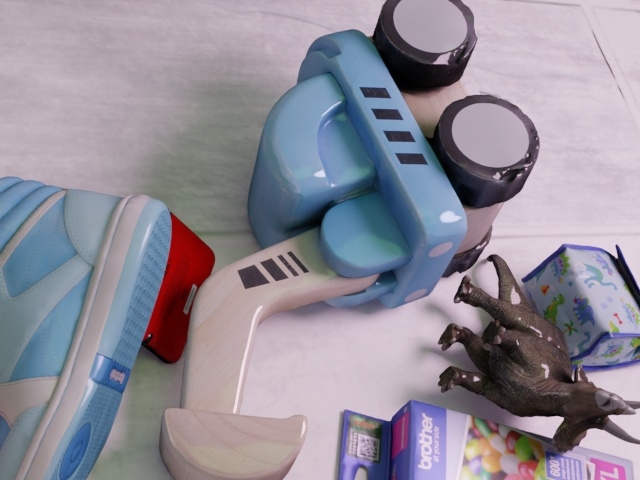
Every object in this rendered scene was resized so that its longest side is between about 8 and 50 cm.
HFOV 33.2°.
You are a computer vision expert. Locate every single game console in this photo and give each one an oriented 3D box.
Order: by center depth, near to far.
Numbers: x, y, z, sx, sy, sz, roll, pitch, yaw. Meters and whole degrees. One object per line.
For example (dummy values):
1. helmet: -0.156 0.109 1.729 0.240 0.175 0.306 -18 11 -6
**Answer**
1. game console: -0.189 0.042 1.072 0.124 0.085 0.144 45 44 -33

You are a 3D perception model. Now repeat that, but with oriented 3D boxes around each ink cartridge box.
1. ink cartridge box: 0.168 0.272 1.054 0.311 0.065 0.185 16 53 -12

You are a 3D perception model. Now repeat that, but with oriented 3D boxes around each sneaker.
1. sneaker: -0.273 0.089 0.935 0.208 0.127 0.318 16 69 6

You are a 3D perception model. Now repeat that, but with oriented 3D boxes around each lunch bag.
1. lunch bag: 0.330 0.077 1.241 0.151 0.096 0.128 7 52 -39

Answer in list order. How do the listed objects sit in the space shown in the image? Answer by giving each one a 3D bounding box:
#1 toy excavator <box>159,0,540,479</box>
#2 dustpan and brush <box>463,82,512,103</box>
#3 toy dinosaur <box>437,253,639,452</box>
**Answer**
1. toy excavator: 0.000 0.000 1.093 0.445 0.222 0.432 -18 67 -18
2. dustpan and brush: 0.187 -0.133 1.330 0.147 0.060 0.211 12 54 -17
3. toy dinosaur: 0.213 0.125 1.144 0.160 0.121 0.313 30 15 -17
